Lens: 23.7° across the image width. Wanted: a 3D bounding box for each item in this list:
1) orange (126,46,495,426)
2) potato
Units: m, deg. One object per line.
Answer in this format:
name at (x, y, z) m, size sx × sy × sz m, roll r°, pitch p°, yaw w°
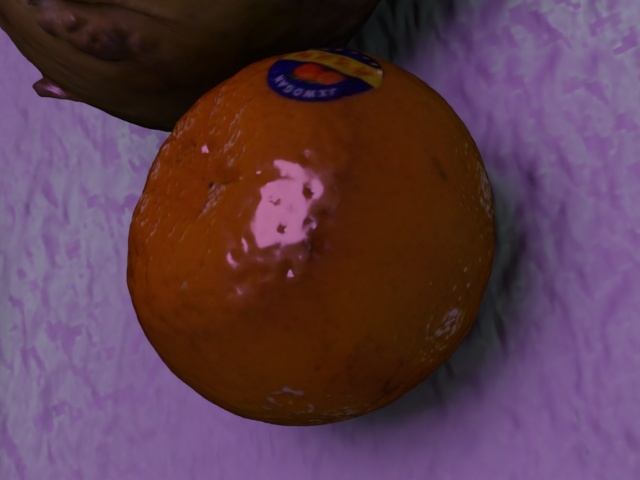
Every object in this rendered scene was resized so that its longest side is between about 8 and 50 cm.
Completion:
orange at (-0.003, -0.001, 0.704) m, size 0.177 × 0.155 × 0.178 m, roll -18°, pitch 53°, yaw 26°
potato at (-0.031, -0.169, 0.773) m, size 0.299 × 0.246 × 0.196 m, roll -18°, pitch 95°, yaw 15°
